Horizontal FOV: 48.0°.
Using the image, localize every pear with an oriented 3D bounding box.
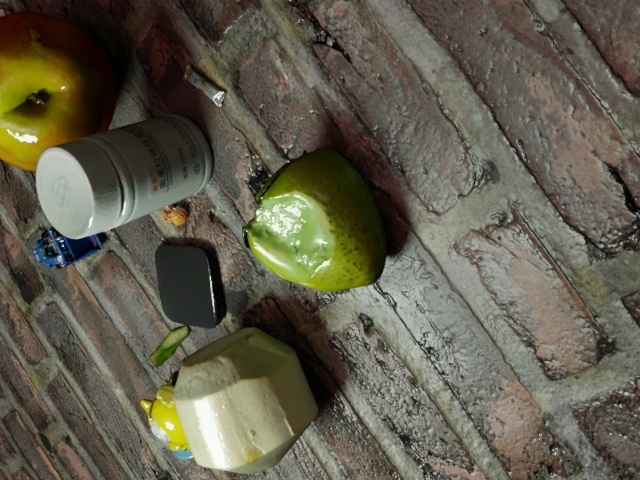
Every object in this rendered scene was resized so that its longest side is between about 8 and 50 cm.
[{"bbox_3d":[0.000,0.000,1.371,0.292,0.159,0.293,15,119,28],"label":"pear"}]

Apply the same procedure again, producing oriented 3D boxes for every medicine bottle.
[{"bbox_3d":[-0.402,-0.139,1.490,0.189,0.332,0.190,16,119,31],"label":"medicine bottle"}]

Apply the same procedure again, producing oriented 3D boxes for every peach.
[{"bbox_3d":[-0.629,-0.333,1.592,0.369,0.370,0.370,16,118,31],"label":"peach"}]

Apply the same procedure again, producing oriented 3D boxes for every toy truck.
[{"bbox_3d":[-0.674,0.009,1.897,0.208,0.126,0.113,-20,97,40],"label":"toy truck"}]

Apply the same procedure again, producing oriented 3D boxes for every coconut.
[{"bbox_3d":[-0.159,0.358,1.566,0.322,0.323,0.323,16,118,31],"label":"coconut"}]

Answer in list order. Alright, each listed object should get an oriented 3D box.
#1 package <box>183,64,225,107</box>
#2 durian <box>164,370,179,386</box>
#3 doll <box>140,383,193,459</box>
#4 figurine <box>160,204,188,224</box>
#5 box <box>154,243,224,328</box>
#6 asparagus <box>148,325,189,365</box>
[{"bbox_3d":[-0.243,-0.323,1.500,0.110,0.015,0.037,40,123,15],"label":"package"},{"bbox_3d":[-0.377,0.401,1.865,0.086,0.100,0.215,33,133,17],"label":"durian"},{"bbox_3d":[-0.354,0.450,1.803,0.199,0.145,0.363,23,146,6],"label":"doll"},{"bbox_3d":[-0.355,-0.072,1.680,0.109,0.047,0.064,34,156,28],"label":"figurine"},{"bbox_3d":[-0.319,0.108,1.730,0.201,0.042,0.213,6,112,35],"label":"box"},{"bbox_3d":[-0.390,0.271,1.858,0.045,0.041,0.178,46,129,1],"label":"asparagus"}]
